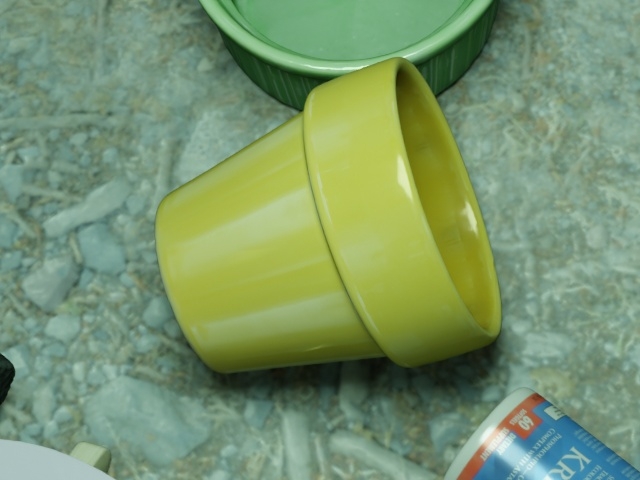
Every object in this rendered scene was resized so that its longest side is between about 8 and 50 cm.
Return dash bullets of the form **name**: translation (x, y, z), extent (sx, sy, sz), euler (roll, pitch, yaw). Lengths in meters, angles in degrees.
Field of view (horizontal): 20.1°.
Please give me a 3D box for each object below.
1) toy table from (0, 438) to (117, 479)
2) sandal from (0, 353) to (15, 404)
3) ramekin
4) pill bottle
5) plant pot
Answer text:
- **toy table**: translation (-0.235, 0.272, 1.475), extent (0.274, 0.161, 0.252), euler (26, 74, 15)
- **sandal**: translation (-0.446, 0.231, 1.505), extent (0.446, 0.167, 0.107), euler (-43, 74, -10)
- **ramekin**: translation (0.030, -0.259, 1.658), extent (0.303, 0.148, 0.303), euler (-2, 69, 5)
- **pill bottle**: translation (0.216, 0.231, 1.469), extent (0.221, 0.124, 0.124), euler (37, 77, 17)
- **plant pot**: translation (0.000, 0.000, 1.525), extent (0.239, 0.254, 0.254), euler (-18, 68, 15)
